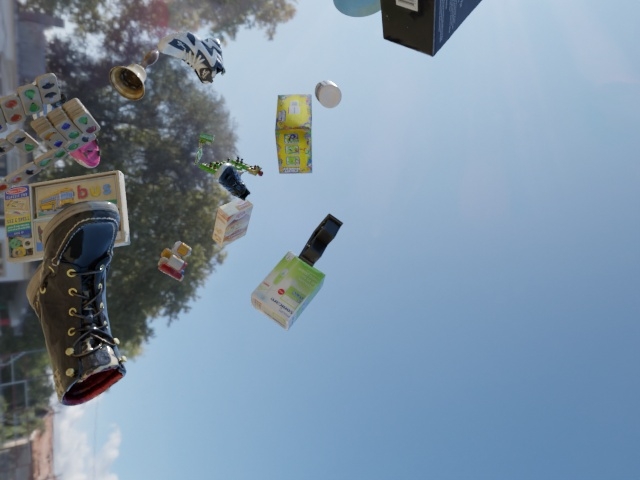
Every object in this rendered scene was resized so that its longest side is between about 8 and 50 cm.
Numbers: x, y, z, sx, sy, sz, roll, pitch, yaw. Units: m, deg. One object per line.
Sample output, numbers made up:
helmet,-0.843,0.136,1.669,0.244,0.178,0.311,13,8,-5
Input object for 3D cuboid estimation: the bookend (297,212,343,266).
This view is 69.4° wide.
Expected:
bookend,0.000,0.000,1.826,0.156,0.072,0.157,-47,-170,53

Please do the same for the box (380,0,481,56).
box,0.310,-0.738,1.212,0.178,0.312,0.343,33,-18,26

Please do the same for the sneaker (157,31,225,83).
sneaker,-0.418,-0.603,1.557,0.094,0.235,0.153,-26,-96,39

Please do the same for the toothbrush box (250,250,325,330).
toothbrush box,-0.142,0.219,2.045,0.206,0.283,0.122,33,-30,13

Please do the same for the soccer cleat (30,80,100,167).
soccer cleat,-0.900,-0.388,1.609,0.143,0.116,0.331,-24,-78,22

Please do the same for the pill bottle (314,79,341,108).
pill bottle,0.022,-0.498,1.564,0.137,0.078,0.078,-108,-149,-62

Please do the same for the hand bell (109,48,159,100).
hand bell,-0.635,-0.621,1.656,0.126,0.126,0.242,-46,-160,46

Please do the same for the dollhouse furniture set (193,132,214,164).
dollhouse furniture set,-0.513,-0.402,2.044,0.076,0.058,0.152,-88,-161,-45

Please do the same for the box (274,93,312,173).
box,-0.126,-0.536,2.335,0.279,0.176,0.290,89,0,-49

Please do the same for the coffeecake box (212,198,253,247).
coffeecake box,-0.374,-0.079,1.972,0.068,0.142,0.186,41,-45,19

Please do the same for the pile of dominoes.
pile of dominoes,-0.507,-0.156,0.783,0.040,0.251,0.196,52,-12,11

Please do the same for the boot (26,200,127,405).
boot,-0.461,0.130,0.908,0.377,0.138,0.284,-43,-116,32

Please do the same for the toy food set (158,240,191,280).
toy food set,-0.527,0.082,1.729,0.232,0.104,0.111,-15,-136,51

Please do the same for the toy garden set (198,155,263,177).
toy garden set,-0.408,-0.346,2.177,0.203,0.244,0.049,25,-64,28

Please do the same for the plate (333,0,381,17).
plate,0.130,-0.762,1.424,0.188,0.188,0.024,-24,-112,53

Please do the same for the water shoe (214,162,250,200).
water shoe,-0.274,-0.187,1.489,0.080,0.203,0.073,36,-93,11

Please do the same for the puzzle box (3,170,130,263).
puzzle box,-0.892,-0.086,1.630,0.052,0.408,0.272,95,-16,-78
